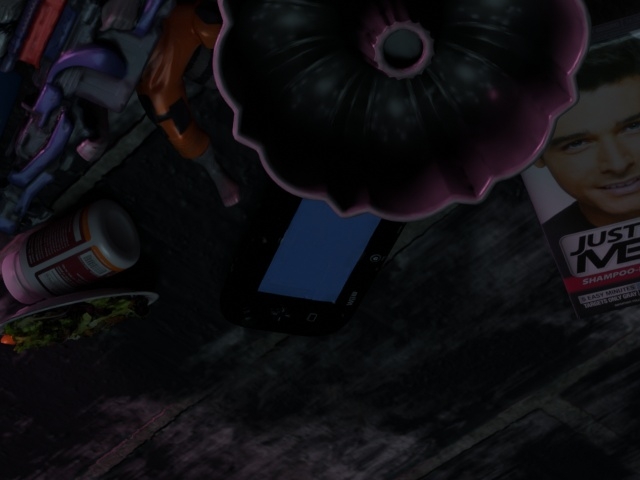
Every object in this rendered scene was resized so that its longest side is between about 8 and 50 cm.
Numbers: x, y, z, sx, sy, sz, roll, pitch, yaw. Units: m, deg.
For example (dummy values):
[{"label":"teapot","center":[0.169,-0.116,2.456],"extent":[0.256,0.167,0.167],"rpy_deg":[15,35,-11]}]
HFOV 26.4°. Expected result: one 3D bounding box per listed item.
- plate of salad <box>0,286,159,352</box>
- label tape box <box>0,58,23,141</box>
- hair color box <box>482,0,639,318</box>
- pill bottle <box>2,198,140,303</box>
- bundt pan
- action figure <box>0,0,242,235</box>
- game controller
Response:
[{"label":"plate of salad","center":[-0.288,0.096,1.620],"extent":[0.200,0.048,0.200],"rpy_deg":[-13,170,-2]},{"label":"label tape box","center":[-0.387,-0.062,1.340],"extent":[0.106,0.241,0.333],"rpy_deg":[23,149,-17]},{"label":"hair color box","center":[0.308,-0.093,1.437],"extent":[0.185,0.114,0.374],"rpy_deg":[-15,131,16]},{"label":"pill bottle","center":[-0.292,0.017,1.582],"extent":[0.152,0.086,0.086],"rpy_deg":[-23,129,23]},{"label":"bundt pan","center":[0.065,-0.188,1.219],"extent":[0.330,0.124,0.331],"rpy_deg":[-3,116,-5]},{"label":"action figure","center":[-0.201,-0.154,1.311],"extent":[0.330,0.178,0.341],"rpy_deg":[25,114,-31]},{"label":"game controller","center":[0.000,0.000,1.570],"extent":[0.166,0.067,0.319],"rpy_deg":[16,133,-13]}]
